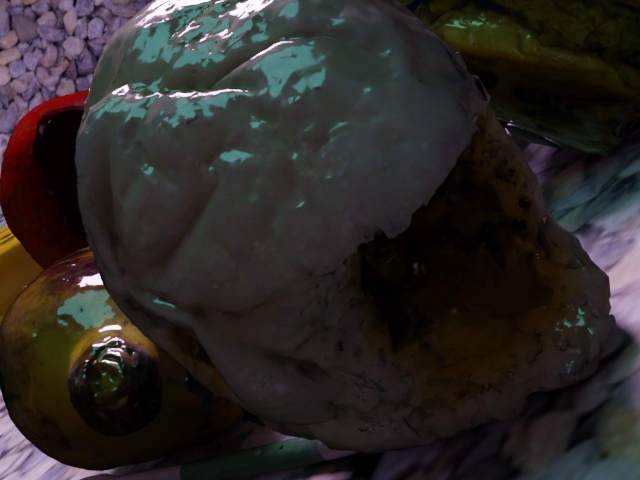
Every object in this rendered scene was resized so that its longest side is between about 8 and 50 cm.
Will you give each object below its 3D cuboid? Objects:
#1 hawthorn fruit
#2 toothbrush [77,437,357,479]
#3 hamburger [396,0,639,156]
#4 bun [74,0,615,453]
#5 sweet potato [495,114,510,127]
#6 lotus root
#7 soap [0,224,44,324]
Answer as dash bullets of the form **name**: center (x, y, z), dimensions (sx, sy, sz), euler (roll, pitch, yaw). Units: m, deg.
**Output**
- **hawthorn fruit**: center (-0.221, -0.045, 1.480), dimensions (0.249, 0.215, 0.215), euler (-21, 17, 49)
- **toothbrush**: center (-0.066, 0.137, 0.879), dimensions (0.257, 0.024, 0.018), euler (-20, 39, 42)
- **hamburger**: center (0.150, -0.134, 1.049), dimensions (0.260, 0.150, 0.276), euler (9, 3, -34)
- **bun**: center (-0.009, -0.009, 0.759), dimensions (0.205, 0.281, 0.281), euler (-40, 14, -4)
- **sweet potato**: center (0.066, -0.068, 1.147), dimensions (0.354, 0.106, 0.095), euler (-31, 0, -38)
- **lotus root**: center (-0.118, 0.068, 0.925), dimensions (0.169, 0.141, 0.314), euler (-16, -1, -7)
- **soap**: center (-0.394, 0.062, 1.709), dimensions (0.324, 0.096, 0.204), euler (-30, 10, 13)
